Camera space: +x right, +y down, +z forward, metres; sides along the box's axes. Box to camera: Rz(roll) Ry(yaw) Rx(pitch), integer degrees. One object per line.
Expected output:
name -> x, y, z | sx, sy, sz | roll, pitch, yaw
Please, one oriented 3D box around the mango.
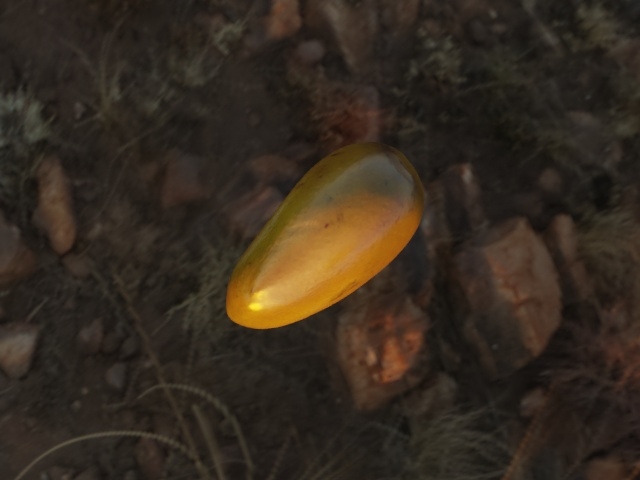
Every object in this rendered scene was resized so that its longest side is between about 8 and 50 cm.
mango -> 0.000, 0.000, 1.290 | 0.219, 0.145, 0.112 | -40, 83, -8
